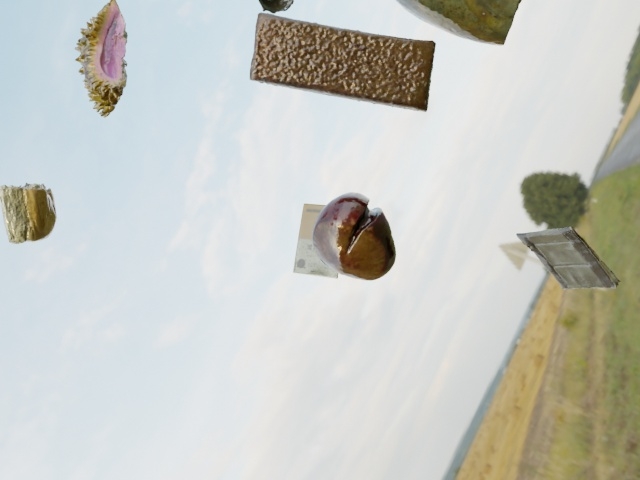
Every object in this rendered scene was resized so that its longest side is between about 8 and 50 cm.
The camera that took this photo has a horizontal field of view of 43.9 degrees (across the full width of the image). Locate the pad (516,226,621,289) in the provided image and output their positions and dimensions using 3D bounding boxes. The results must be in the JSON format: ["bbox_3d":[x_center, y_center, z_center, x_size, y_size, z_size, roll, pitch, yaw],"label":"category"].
[{"bbox_3d":[0.616,0.047,1.973,0.174,0.233,0.022,-9,44,54],"label":"pad"}]

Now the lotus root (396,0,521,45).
[{"bbox_3d":[0.307,-0.607,1.839,0.250,0.346,0.250,-63,-4,-8],"label":"lotus root"}]

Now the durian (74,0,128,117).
[{"bbox_3d":[-0.572,-0.451,2.034,0.112,0.341,0.191,11,-34,-35],"label":"durian"}]

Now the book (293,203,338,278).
[{"bbox_3d":[0.000,0.000,1.888,0.012,0.118,0.172,21,-104,-65],"label":"book"}]

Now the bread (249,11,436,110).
[{"bbox_3d":[0.053,-0.406,1.809,0.113,0.417,0.165,-55,-24,-75],"label":"bread"}]

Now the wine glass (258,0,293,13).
[{"bbox_3d":[-0.155,-0.676,2.095,0.122,0.183,0.122,-16,-57,-27],"label":"wine glass"}]

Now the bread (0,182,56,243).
[{"bbox_3d":[-0.509,-0.050,1.391,0.125,0.082,0.106,-162,58,-81],"label":"bread"}]

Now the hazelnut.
[{"bbox_3d":[0.080,-0.004,1.766,0.178,0.204,0.178,-50,6,7],"label":"hazelnut"}]
